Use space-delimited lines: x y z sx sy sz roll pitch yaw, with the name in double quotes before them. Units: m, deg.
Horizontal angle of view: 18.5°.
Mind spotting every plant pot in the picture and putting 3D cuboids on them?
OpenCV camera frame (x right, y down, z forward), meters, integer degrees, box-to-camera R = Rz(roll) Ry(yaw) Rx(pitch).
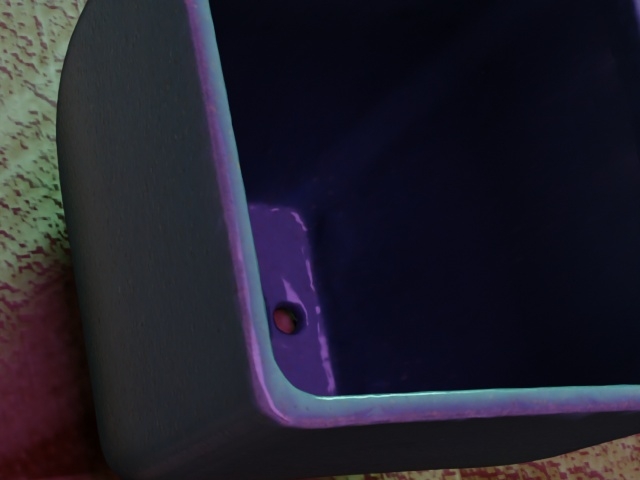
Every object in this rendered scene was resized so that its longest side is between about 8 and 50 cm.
"plant pot" 0.000 0.000 0.918 0.247 0.252 0.248 1 68 -32
